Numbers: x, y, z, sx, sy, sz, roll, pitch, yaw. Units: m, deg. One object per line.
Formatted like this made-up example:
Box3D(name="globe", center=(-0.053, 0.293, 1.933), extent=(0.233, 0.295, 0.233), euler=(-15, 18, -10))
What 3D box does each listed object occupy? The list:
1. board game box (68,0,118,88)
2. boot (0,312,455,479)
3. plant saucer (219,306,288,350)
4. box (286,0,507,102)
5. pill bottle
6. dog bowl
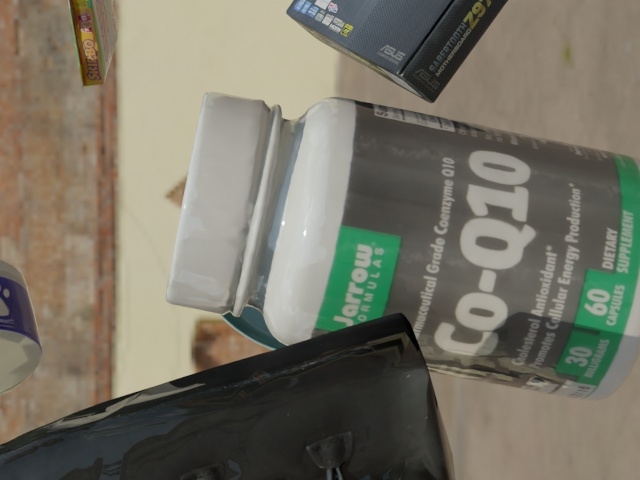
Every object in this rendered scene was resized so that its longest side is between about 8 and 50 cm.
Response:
Box3D(name="board game box", center=(-0.308, -0.301, 1.978), extent=(0.259, 0.039, 0.124), euler=(-90, -5, -66))
Box3D(name="boot", center=(-0.118, 0.259, 1.034), extent=(0.146, 0.445, 0.367), euler=(-119, 17, -48))
Box3D(name="plant saucer", center=(0.000, 0.000, 1.765), extent=(0.043, 0.318, 0.317), euler=(90, 178, -66))
Box3D(name="box", center=(0.086, -0.256, 1.440), extent=(0.183, 0.059, 0.233), euler=(-53, 39, 2))
Box3D(name="pill bottle", center=(0.070, 0.000, 1.153), extent=(0.204, 0.361, 0.204), euler=(-170, 90, -85))
Box3D(name="dog bowl", center=(-0.485, 0.126, 1.807), extent=(0.265, 0.265, 0.104), euler=(96, 156, -64))
